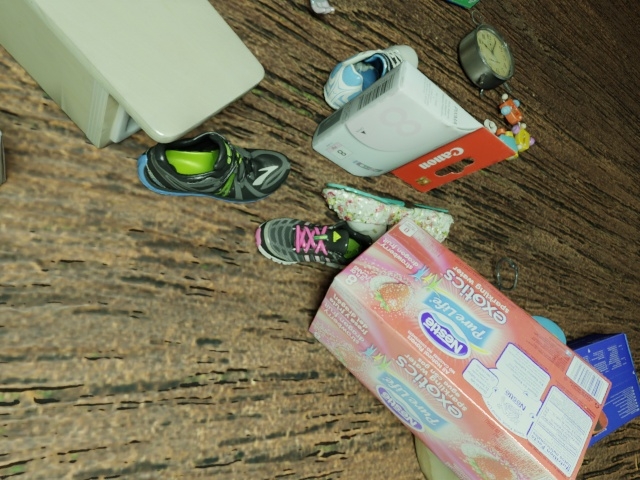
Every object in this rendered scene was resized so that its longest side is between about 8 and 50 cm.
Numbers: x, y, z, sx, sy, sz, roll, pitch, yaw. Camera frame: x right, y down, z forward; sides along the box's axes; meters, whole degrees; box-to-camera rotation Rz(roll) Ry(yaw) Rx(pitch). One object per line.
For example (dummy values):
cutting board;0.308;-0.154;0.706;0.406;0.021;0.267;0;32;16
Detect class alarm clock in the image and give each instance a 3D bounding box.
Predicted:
alarm clock;0.352;-0.409;0.946;0.129;0.064;0.192;1;78;-34

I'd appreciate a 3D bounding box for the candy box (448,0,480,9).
candy box;0.221;-0.655;0.888;0.316;0.122;0.269;-6;79;-35

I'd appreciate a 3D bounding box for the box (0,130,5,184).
box;-0.403;-0.131;0.298;0.311;0.121;0.148;46;55;-15

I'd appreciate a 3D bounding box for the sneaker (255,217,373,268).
sneaker;0.000;0.000;0.574;0.170;0.074;0.063;12;70;-32

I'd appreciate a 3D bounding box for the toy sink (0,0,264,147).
toy sink;-0.202;-0.197;0.454;0.234;0.131;0.153;47;56;-9

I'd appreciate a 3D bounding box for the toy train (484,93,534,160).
toy train;0.395;-0.236;0.942;0.166;0.046;0.125;-39;94;-36

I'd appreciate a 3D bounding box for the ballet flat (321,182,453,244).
ballet flat;0.106;-0.026;0.657;0.240;0.091;0.077;9;94;-29

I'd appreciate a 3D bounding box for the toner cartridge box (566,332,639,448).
toner cartridge box;0.501;0.286;0.847;0.347;0.075;0.165;-1;79;-35

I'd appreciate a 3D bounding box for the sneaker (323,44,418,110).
sneaker;0.102;-0.276;0.719;0.237;0.086;0.085;-38;98;-37

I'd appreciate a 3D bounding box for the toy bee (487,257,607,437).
toy bee;0.287;0.179;0.697;0.162;0.298;0.196;-8;118;-10

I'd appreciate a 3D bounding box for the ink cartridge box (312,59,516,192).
ink cartridge box;0.133;-0.130;0.633;0.232;0.189;0.066;31;62;-25

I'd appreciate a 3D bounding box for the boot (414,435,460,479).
boot;0.258;0.318;0.662;0.211;0.104;0.295;-26;96;-43

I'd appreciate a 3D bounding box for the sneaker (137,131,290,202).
sneaker;-0.113;-0.085;0.517;0.188;0.078;0.067;-3;79;-36

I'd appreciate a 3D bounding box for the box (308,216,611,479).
box;0.150;0.139;0.527;0.300;0.142;0.154;41;52;15

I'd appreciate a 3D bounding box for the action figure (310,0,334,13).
action figure;-0.100;-0.492;0.619;0.275;0.248;0.370;31;33;25
